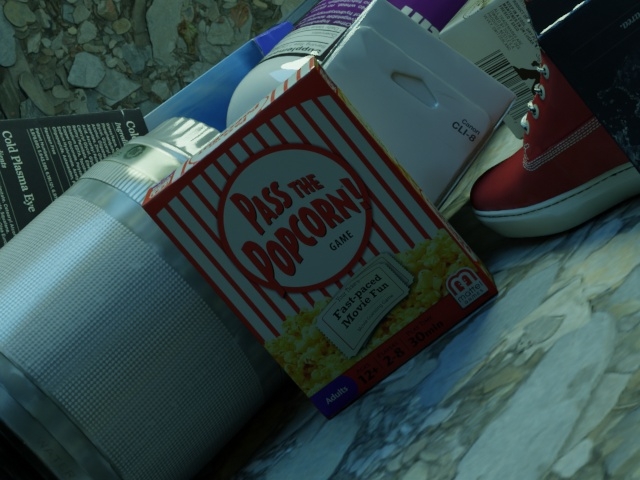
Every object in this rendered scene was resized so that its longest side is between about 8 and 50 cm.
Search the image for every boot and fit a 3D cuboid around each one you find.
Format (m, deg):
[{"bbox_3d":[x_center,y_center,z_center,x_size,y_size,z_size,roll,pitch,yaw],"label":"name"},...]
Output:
[{"bbox_3d":[0.149,-0.103,0.946,0.244,0.176,0.088,-26,20,51],"label":"boot"}]

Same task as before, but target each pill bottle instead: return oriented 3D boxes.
[{"bbox_3d":[0.038,-0.126,1.334,0.181,0.181,0.323,-26,20,49],"label":"pill bottle"}]

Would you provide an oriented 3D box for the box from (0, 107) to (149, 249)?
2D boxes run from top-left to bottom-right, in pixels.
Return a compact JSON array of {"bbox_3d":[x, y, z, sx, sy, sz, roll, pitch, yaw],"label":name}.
[{"bbox_3d":[-0.373,0.018,1.640,0.312,0.179,0.343,-10,-19,-38],"label":"box"}]

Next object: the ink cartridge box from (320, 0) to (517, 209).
[{"bbox_3d":[0.043,-0.068,1.104,0.127,0.128,0.176,-53,-3,-19],"label":"ink cartridge box"}]

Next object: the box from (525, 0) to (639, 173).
[{"bbox_3d":[0.217,-0.101,0.773,0.156,0.158,0.093,-37,12,15],"label":"box"}]

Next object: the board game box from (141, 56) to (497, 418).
[{"bbox_3d":[0.000,0.000,0.982,0.146,0.193,0.045,-39,12,10],"label":"board game box"}]

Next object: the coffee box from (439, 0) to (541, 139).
[{"bbox_3d":[0.257,-0.215,1.143,0.297,0.119,0.168,-27,17,46],"label":"coffee box"}]

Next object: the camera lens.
[{"bbox_3d":[-0.143,0.070,1.095,0.274,0.219,0.219,-45,13,-20],"label":"camera lens"}]

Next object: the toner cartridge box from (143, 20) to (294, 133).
[{"bbox_3d":[-0.124,-0.100,1.729,0.348,0.165,0.075,-30,4,41],"label":"toner cartridge box"}]
